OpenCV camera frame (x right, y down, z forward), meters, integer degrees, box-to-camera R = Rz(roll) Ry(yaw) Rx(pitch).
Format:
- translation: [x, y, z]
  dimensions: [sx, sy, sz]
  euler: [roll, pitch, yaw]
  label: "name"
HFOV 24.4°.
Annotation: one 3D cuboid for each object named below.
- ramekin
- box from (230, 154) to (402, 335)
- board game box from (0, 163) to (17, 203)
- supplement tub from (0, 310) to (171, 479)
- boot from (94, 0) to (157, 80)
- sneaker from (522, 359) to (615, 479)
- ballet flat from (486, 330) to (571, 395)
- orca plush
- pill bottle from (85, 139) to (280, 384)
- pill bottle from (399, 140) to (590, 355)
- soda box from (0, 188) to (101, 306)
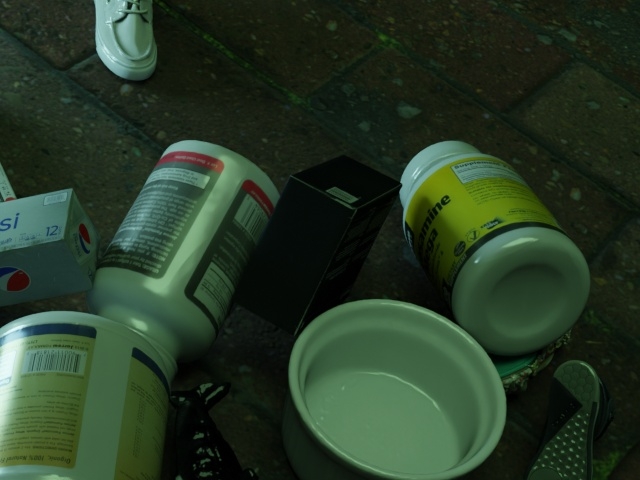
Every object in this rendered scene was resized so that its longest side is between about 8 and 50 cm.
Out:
- translation: [0.082, 0.221, 1.856]
  dimensions: [0.277, 0.135, 0.277]
  euler: [9, 46, -9]
  label: "ramekin"
- translation: [0.000, 0.000, 1.930]
  dimensions: [0.103, 0.184, 0.261]
  euler: [26, 14, 10]
  label: "box"
- translation: [-0.552, -0.118, 2.029]
  dimensions: [0.193, 0.053, 0.305]
  euler: [-13, 53, -27]
  label: "board game box"
- translation: [-0.291, 0.261, 1.636]
  dimensions: [0.228, 0.228, 0.316]
  euler: [10, 46, -8]
  label: "supplement tub"
- translation: [-0.304, -0.375, 2.296]
  dimensions: [0.095, 0.123, 0.258]
  euler: [-4, 50, -21]
  label: "boot"
- translation: [0.323, 0.273, 1.920]
  dimensions: [0.086, 0.163, 0.226]
  euler: [15, 85, 16]
  label: "sneaker"
- translation: [0.275, 0.162, 2.011]
  dimensions: [0.091, 0.077, 0.241]
  euler: [14, 37, 40]
  label: "ballet flat"
- translation: [-0.096, 0.286, 1.725]
  dimensions: [0.151, 0.102, 0.287]
  euler: [26, 43, -36]
  label: "orca plush"
- translation: [-0.189, 0.044, 1.880]
  dimensions: [0.176, 0.176, 0.319]
  euler: [24, 62, 5]
  label: "pill bottle"
- translation: [0.223, -0.003, 2.034]
  dimensions: [0.187, 0.188, 0.334]
  euler: [1, 29, -17]
  label: "pill bottle"
- translation: [-0.423, 0.023, 1.825]
  dimensions: [0.286, 0.098, 0.091]
  euler: [-11, 46, 12]
  label: "soda box"
